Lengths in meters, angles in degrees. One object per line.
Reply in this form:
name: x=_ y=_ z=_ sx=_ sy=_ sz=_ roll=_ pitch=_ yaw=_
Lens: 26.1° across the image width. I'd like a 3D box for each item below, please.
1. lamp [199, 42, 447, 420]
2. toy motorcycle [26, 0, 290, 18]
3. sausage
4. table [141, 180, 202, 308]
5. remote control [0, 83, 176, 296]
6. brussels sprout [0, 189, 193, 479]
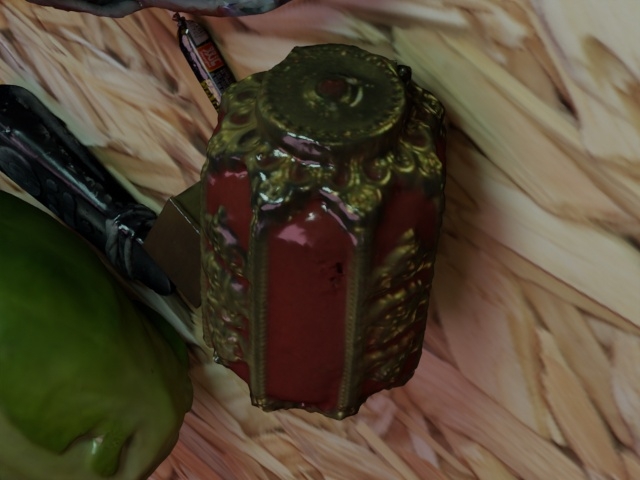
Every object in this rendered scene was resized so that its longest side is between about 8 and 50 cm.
lamp: x=0.000 y=0.000 z=0.937 sx=0.177 sy=0.177 sz=0.274 roll=35 pitch=143 yaw=24
toy motorcycle: x=-0.099 y=-0.252 z=0.867 sx=0.319 sy=0.241 sz=0.182 roll=-5 pitch=76 yaw=58
sausage: x=-0.060 y=-0.088 z=1.058 sx=0.025 sy=0.028 sz=0.198 roll=-23 pitch=104 yaw=32
table: x=-0.082 y=-0.009 z=1.107 sx=0.070 sy=0.082 sz=0.083 roll=48 pitch=146 yaw=7
remote control: x=-0.218 y=-0.050 z=1.264 sx=0.266 sy=0.066 sz=0.090 roll=39 pitch=159 yaw=12
brussels sprout: x=-0.307 y=0.106 z=1.265 sx=0.371 sy=0.276 sz=0.315 roll=38 pitch=173 yaw=10
